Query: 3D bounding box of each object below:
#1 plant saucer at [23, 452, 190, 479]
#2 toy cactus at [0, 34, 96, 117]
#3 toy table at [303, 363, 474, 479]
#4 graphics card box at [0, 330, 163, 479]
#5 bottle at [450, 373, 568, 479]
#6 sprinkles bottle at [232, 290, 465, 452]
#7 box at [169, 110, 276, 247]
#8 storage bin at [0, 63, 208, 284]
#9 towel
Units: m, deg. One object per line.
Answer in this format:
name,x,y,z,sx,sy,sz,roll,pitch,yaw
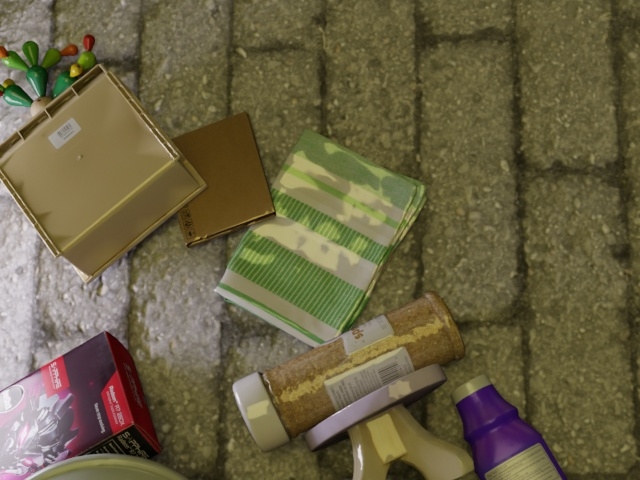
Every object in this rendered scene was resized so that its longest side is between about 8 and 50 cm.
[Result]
plant saucer,-0.320,0.518,1.784,0.401,0.100,0.400,-1,101,-6
toy cactus,-0.490,-0.269,2.119,0.219,0.112,0.180,-12,84,-4
toy table,0.105,0.312,1.805,0.252,0.274,0.161,-16,74,-35
graphics card box,-0.451,0.324,1.902,0.371,0.094,0.233,-30,42,1
bottle,0.295,0.341,1.837,0.118,0.092,0.283,-30,73,-1
sprinkles bottle,0.045,0.204,1.883,0.355,0.121,0.121,-25,73,-3
box,-0.174,-0.105,2.044,0.164,0.021,0.201,-20,66,7
storage bin,-0.380,-0.117,2.026,0.262,0.123,0.260,-40,65,-1
towel,0.000,0.000,2.000,0.248,0.038,0.325,27,81,15
